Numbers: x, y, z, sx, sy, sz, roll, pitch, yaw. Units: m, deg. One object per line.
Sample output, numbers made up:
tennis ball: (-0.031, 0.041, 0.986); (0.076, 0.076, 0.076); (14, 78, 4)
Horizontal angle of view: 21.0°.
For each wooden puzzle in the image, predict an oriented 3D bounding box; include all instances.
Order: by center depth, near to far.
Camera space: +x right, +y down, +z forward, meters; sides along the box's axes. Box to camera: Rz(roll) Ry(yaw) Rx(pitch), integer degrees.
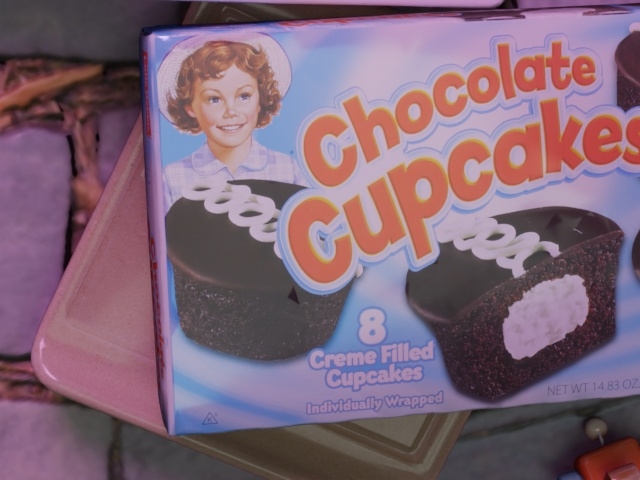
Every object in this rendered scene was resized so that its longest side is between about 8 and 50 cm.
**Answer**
wooden puzzle: (0.000, 0.000, 0.865); (0.221, 0.044, 0.238); (24, 95, -14)

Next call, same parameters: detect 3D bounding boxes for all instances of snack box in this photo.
snack box: (0.080, -0.016, 0.822); (0.322, 0.060, 0.187); (-4, 101, -10)

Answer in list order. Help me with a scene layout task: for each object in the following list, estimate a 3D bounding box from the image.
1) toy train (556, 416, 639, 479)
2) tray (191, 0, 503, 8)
toy train: (0.216, 0.136, 0.907); (0.166, 0.046, 0.125); (-15, 79, -8)
tray: (-0.019, -0.179, 0.770); (0.270, 0.030, 0.145); (-4, 106, -34)
